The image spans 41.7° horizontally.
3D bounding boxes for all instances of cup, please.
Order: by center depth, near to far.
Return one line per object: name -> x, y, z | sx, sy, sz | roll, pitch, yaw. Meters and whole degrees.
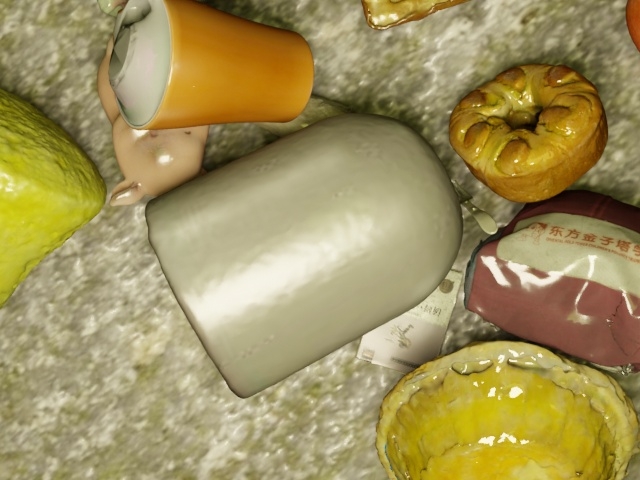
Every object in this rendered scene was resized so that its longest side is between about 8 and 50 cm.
cup -> -0.158, -0.247, 1.152 | 0.264, 0.226, 0.182 | -1, 128, -37

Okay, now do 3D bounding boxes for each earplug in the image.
earplug -> 0.000, 0.000, 1.176 | 0.394, 0.312, 0.313 | -26, 91, 1

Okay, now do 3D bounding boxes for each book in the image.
book -> 0.140, 0.119, 1.325 | 0.127, 0.014, 0.182 | 18, 92, 0

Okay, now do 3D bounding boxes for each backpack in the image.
backpack -> 0.370, 0.040, 1.185 | 0.283, 0.317, 0.197 | 19, 118, 19

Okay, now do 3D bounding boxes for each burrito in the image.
burrito -> -0.070, -0.204, 1.294 | 0.226, 0.060, 0.087 | 21, 88, -1

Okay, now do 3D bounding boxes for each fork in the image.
fork -> 0.222, -0.045, 1.224 | 0.034, 0.219, 0.028 | -20, 110, 0

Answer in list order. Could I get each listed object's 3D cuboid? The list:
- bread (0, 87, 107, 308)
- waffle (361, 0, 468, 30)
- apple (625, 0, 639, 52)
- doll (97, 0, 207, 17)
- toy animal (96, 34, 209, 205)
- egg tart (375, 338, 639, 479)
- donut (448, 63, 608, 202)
bread -> -0.506, -0.064, 1.182 | 0.348, 0.348, 0.308 | 37, 103, 0
waffle -> 0.163, -0.517, 1.272 | 0.304, 0.077, 0.348 | -16, 92, 2
apple -> 0.560, -0.357, 1.188 | 0.206, 0.251, 0.272 | 32, 107, 17
doll -> -0.235, -0.385, 1.235 | 0.275, 0.155, 0.113 | 7, 131, 28
toy animal -> -0.252, -0.180, 1.253 | 0.166, 0.154, 0.250 | -12, 74, -10
egg tart -> 0.262, 0.311, 1.189 | 0.387, 0.169, 0.388 | 5, 124, 7
donut -> 0.302, -0.159, 1.217 | 0.226, 0.227, 0.114 | -32, 129, 2
